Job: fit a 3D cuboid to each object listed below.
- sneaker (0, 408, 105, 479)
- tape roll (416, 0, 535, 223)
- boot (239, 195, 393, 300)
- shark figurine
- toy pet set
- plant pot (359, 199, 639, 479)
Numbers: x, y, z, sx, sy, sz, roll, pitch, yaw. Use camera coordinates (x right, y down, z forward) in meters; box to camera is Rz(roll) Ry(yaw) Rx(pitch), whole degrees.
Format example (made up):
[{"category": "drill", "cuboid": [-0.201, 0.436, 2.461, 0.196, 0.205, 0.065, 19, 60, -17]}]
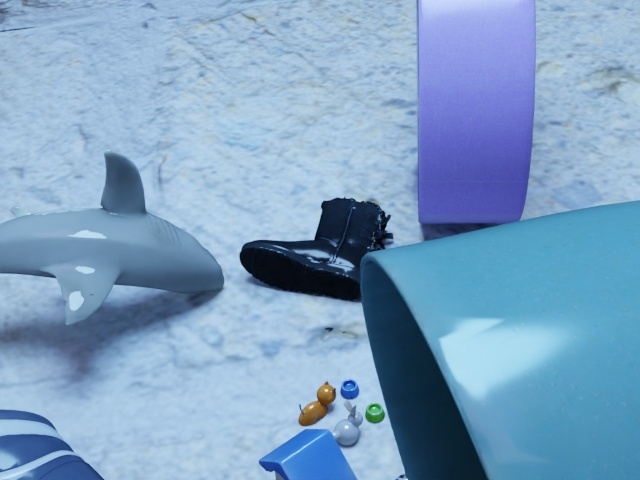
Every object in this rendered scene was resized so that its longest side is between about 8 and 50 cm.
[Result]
[{"category": "sneaker", "cuboid": [-0.266, 0.208, 0.640, 0.282, 0.099, 0.153, -23, 48, -30]}, {"category": "tape roll", "cuboid": [0.128, -0.152, 0.887, 0.090, 0.275, 0.275, 0, 41, 4]}, {"category": "boot", "cuboid": [0.000, 0.000, 0.900, 0.121, 0.045, 0.099, 13, 46, 9]}, {"category": "shark figurine", "cuboid": [-0.219, 0.032, 0.803, 0.278, 0.166, 0.116, -10, 51, -4]}, {"category": "toy pet set", "cuboid": [0.014, 0.141, 0.719, 0.114, 0.065, 0.122, -29, 46, -26]}, {"category": "plant pot", "cuboid": [0.177, 0.109, 0.512, 0.235, 0.293, 0.293, -18, 42, -5]}]
